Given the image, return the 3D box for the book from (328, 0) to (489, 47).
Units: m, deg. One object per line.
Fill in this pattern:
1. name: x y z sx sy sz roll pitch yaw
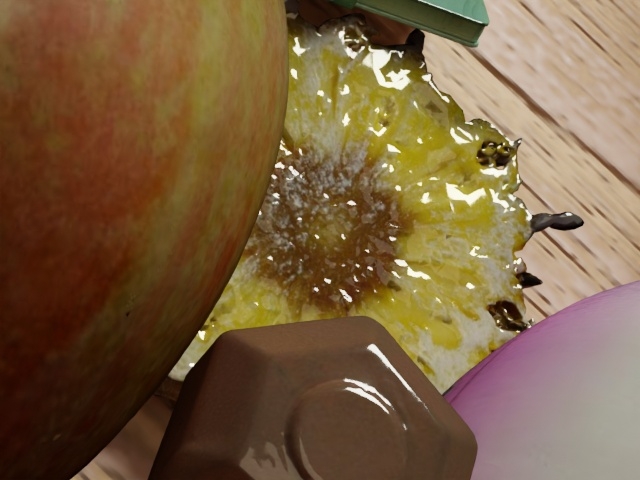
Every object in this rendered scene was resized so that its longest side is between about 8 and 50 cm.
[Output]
1. book: 0.003 -0.126 0.840 0.135 0.017 0.103 18 28 -15

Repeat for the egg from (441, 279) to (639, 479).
1. egg: 0.108 0.126 0.693 0.271 0.196 0.196 -35 83 -38

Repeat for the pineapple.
1. pineapple: 0.000 0.000 0.795 0.221 0.047 0.221 8 67 -20

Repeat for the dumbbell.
1. dumbbell: -0.032 0.099 0.620 0.092 0.231 0.082 48 58 5

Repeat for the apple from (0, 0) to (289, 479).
1. apple: -0.136 -0.027 0.625 0.256 0.257 0.234 7 80 -20
